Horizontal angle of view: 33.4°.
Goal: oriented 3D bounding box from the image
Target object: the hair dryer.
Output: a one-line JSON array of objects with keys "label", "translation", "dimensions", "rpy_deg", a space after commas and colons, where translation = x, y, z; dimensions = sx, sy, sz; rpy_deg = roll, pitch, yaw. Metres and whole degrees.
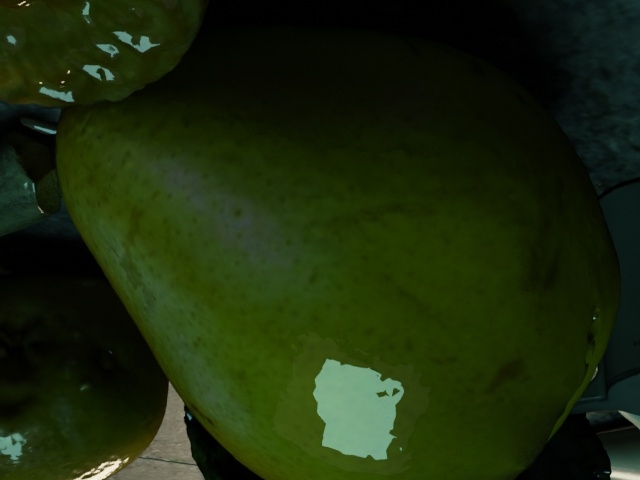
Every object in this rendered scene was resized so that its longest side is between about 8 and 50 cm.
[{"label": "hair dryer", "translation": [0.297, 0.189, 1.100], "dimensions": [0.267, 0.092, 0.229], "rpy_deg": [33, 149, -16]}]

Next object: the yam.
[{"label": "yam", "translation": [-0.238, -0.037, 0.778], "dimensions": [0.146, 0.070, 0.069], "rpy_deg": [-17, 144, 32]}]

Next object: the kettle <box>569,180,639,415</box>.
[{"label": "kettle", "translation": [0.230, 0.042, 0.750], "dimensions": [0.126, 0.148, 0.098], "rpy_deg": [3, 151, 6]}]

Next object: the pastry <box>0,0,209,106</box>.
[{"label": "pastry", "translation": [-0.150, -0.173, 0.476], "dimensions": [0.235, 0.132, 0.240], "rpy_deg": [23, 142, -11]}]

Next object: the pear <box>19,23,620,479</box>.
[{"label": "pear", "translation": [0.001, 0.010, 0.622], "dimensions": [0.336, 0.285, 0.285], "rpy_deg": [13, 153, 17]}]

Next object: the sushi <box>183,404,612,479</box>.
[{"label": "sushi", "translation": [0.067, 0.183, 0.826], "dimensions": [0.294, 0.352, 0.178], "rpy_deg": [-24, 144, -11]}]

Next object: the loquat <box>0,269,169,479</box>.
[{"label": "loquat", "translation": [-0.239, 0.133, 0.942], "dimensions": [0.213, 0.213, 0.246], "rpy_deg": [5, 159, 1]}]
